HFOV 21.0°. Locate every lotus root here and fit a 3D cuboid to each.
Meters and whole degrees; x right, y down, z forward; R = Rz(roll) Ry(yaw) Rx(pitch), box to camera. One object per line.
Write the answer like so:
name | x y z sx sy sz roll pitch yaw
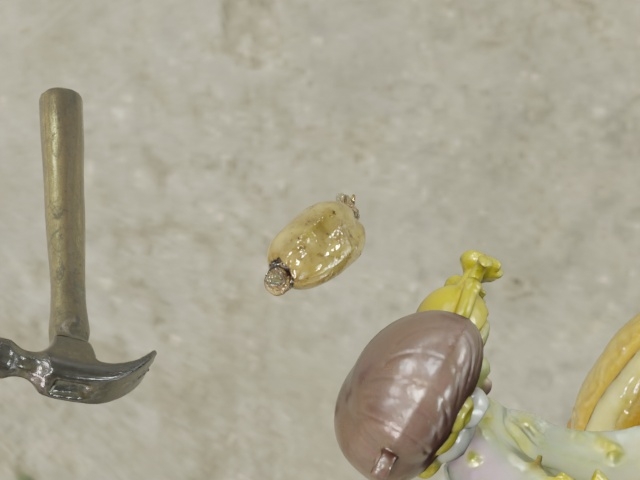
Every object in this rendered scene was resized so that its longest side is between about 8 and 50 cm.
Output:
lotus root | 0.000 0.000 1.592 0.152 0.072 0.063 -50 146 -45

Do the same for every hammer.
hammer | -0.259 -0.010 1.746 0.168 0.440 0.044 16 128 -25

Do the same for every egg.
egg | 0.241 0.200 1.233 0.271 0.206 0.161 -18 142 1

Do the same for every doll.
doll | 0.078 0.084 1.155 0.096 0.145 0.188 34 73 0

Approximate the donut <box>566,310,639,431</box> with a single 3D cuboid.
donut | 0.461 0.202 1.861 0.449 0.198 0.449 -18 133 -20
